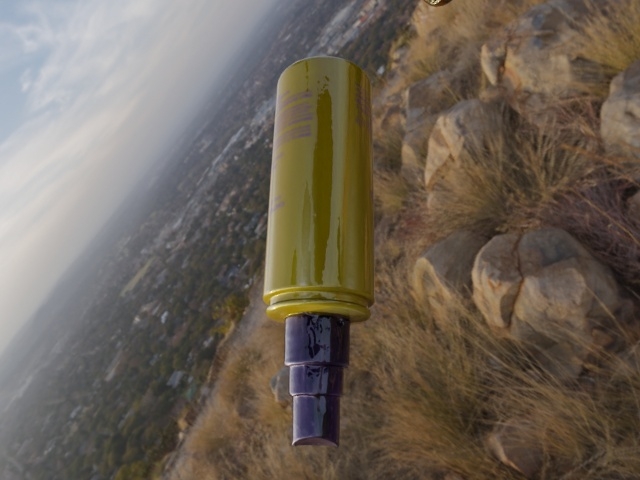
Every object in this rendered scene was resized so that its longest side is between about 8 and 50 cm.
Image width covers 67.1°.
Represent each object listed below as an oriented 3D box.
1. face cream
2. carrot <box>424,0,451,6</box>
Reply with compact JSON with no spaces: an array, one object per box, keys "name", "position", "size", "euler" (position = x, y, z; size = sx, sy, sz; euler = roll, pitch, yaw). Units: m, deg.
[{"name":"face cream","position":[0.000,0.000,0.346],"size":[0.078,0.078,0.273],"euler":[-24,57,48]},{"name":"carrot","position":[0.243,-0.459,0.744],"size":[0.070,0.070,0.342],"euler":[-18,31,53]}]
